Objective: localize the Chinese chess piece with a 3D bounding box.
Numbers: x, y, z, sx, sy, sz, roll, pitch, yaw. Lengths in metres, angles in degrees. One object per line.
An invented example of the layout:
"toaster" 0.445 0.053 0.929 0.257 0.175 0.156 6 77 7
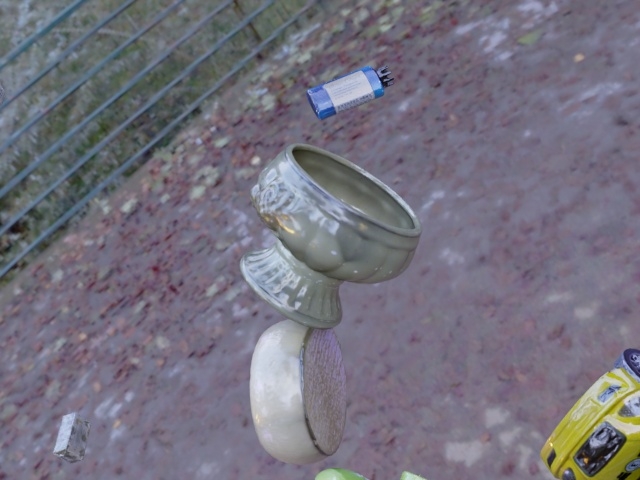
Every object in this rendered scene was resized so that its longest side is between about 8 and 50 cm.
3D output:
"Chinese chess piece" -0.035 0.281 1.534 0.112 0.270 0.270 -6 41 19

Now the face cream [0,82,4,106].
"face cream" -0.331 -0.186 0.679 0.101 0.251 0.101 -2 67 4

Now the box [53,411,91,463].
"box" -0.547 0.435 1.803 0.045 0.062 0.098 -21 45 22

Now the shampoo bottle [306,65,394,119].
"shampoo bottle" 0.067 -0.317 1.727 0.183 0.050 0.087 -22 52 -5

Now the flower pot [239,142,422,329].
"flower pot" 0.000 0.000 1.443 0.244 0.307 0.307 -59 26 18

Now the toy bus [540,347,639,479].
"toy bus" 0.390 0.208 0.826 0.145 0.331 0.151 -62 39 31

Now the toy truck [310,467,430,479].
"toy truck" 0.074 0.446 1.250 0.148 0.211 0.187 164 114 -64
